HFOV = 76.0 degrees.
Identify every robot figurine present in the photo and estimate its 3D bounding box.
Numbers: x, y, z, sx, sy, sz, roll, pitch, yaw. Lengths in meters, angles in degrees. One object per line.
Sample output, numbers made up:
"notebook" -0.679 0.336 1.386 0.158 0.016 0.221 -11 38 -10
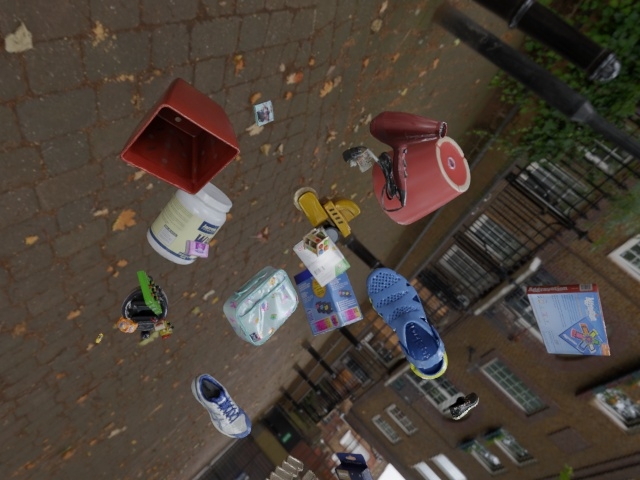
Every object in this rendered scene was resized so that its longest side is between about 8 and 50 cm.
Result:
"robot figurine" -0.709 0.268 1.672 0.209 0.173 0.278 -50 -163 -12

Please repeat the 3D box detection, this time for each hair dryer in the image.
"hair dryer" 0.203 -0.220 1.038 0.080 0.223 0.293 -43 -178 -35

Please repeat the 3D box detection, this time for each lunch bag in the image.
"lunch bag" -0.222 0.242 1.548 0.279 0.108 0.224 -44 131 -33

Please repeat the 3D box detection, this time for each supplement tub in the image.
"supplement tub" -0.554 -0.086 1.750 0.325 0.235 0.235 -50 165 10

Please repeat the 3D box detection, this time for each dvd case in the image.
"dvd case" -0.242 -0.548 1.760 0.119 0.013 0.087 -44 135 -51

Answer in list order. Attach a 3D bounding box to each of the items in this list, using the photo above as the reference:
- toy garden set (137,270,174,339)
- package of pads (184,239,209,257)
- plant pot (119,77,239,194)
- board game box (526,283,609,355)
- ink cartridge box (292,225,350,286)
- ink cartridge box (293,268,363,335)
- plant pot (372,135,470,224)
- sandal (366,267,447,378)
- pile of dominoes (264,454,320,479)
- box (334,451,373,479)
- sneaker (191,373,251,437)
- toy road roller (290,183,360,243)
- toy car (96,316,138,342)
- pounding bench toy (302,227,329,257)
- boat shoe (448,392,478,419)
"toy garden set" -0.544 0.220 1.376 0.049 0.204 0.244 -17 168 -19
"package of pads" -0.434 0.030 1.435 0.083 0.032 0.050 17 74 -52
"plant pot" -0.446 -0.357 1.337 0.267 0.236 0.267 -33 136 30
"board game box" 0.622 0.203 1.022 0.145 0.281 0.027 -7 -135 36
"ink cartridge box" 0.003 0.064 1.759 0.154 0.212 0.093 -36 -171 5
"ink cartridge box" 0.021 0.259 2.100 0.151 0.395 0.270 -9 164 -38
"plant pot" 0.352 -0.218 1.402 0.243 0.275 0.275 -22 -172 46
"sandal" 0.225 0.205 1.048 0.126 0.317 0.138 -34 166 2
"pile of dominoes" -0.078 0.725 1.133 0.040 0.196 0.251 -53 163 16
"box" 0.122 0.760 1.241 0.036 0.225 0.136 -18 171 -41
"sneaker" -0.374 0.624 1.537 0.112 0.296 0.131 -45 176 -33
"toy road roller" 0.034 -0.155 1.949 0.240 0.329 0.202 -36 -162 -1
"toy car" -0.624 0.287 1.255 0.122 0.060 0.040 -39 -157 -1
"pounding bench toy" 0.000 0.000 1.227 0.083 0.065 0.052 -39 144 -33
"boat shoe" 0.469 0.530 1.337 0.133 0.042 0.049 -19 172 -35
